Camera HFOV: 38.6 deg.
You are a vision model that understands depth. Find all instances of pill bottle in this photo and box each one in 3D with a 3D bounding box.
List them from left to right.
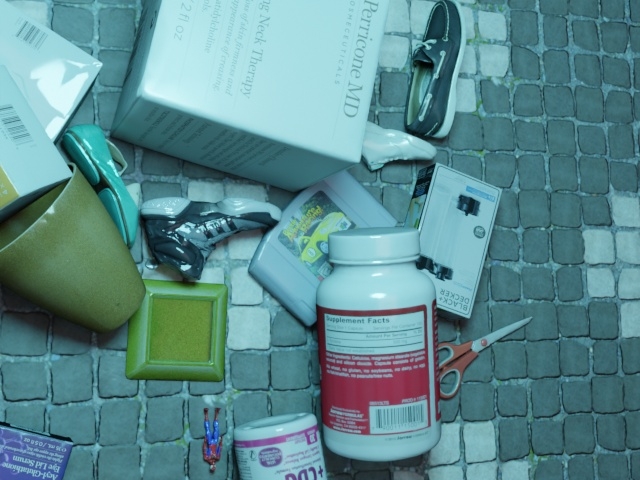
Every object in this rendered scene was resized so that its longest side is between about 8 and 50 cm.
[{"bbox_3d":[-0.062,0.473,1.688,0.160,0.160,0.283,-9,87,-21],"label":"pill bottle"},{"bbox_3d":[0.108,0.185,1.716,0.228,0.229,0.408,-5,95,-21],"label":"pill bottle"}]

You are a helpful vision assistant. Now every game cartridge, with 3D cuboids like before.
[{"bbox_3d":[0.000,0.000,1.828,0.196,0.060,0.294,42,71,-7],"label":"game cartridge"}]

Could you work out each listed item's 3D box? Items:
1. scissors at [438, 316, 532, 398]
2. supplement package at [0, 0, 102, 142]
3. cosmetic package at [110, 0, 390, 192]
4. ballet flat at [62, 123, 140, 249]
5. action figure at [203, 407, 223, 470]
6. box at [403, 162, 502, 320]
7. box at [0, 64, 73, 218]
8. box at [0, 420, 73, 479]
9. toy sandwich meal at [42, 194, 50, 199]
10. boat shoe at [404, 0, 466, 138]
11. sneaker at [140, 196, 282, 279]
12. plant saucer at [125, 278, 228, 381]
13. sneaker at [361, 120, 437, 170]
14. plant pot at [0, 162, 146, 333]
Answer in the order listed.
[{"bbox_3d":[0.327,0.216,1.937,0.297,0.021,0.109,-38,95,-19],"label":"scissors"},{"bbox_3d":[-0.554,-0.286,1.607,0.261,0.145,0.204,33,74,-14],"label":"supplement package"},{"bbox_3d":[-0.135,-0.315,1.669,0.393,0.327,0.330,15,78,-19],"label":"cosmetic package"},{"bbox_3d":[-0.382,-0.107,1.687,0.087,0.083,0.247,-31,97,-35],"label":"ballet flat"},{"bbox_3d":[-0.204,0.375,1.720,0.038,0.030,0.115,1,85,-25],"label":"action figure"},{"bbox_3d":[0.258,0.005,1.902,0.169,0.087,0.290,22,77,-16],"label":"box"},{"bbox_3d":[-0.614,-0.097,1.455,0.345,0.168,0.215,-29,96,19],"label":"box"},{"bbox_3d":[-0.527,0.422,1.551,0.153,0.108,0.207,18,77,-18],"label":"box"},{"bbox_3d":[-0.489,-0.094,1.669,0.085,0.029,0.086,3,83,-20],"label":"toy sandwich meal"},{"bbox_3d":[0.237,-0.370,1.927,0.091,0.114,0.303,9,80,-25],"label":"boat shoe"},{"bbox_3d":[-0.206,-0.001,1.729,0.268,0.101,0.153,1,84,-14],"label":"sneaker"},{"bbox_3d":[-0.263,0.168,1.712,0.188,0.045,0.189,5,82,-20],"label":"plant saucer"},{"bbox_3d":[0.134,-0.185,1.895,0.212,0.080,0.094,15,90,-11],"label":"sneaker"},{"bbox_3d":[-0.432,0.038,1.589,0.237,0.237,0.254,-49,118,-19],"label":"plant pot"}]
